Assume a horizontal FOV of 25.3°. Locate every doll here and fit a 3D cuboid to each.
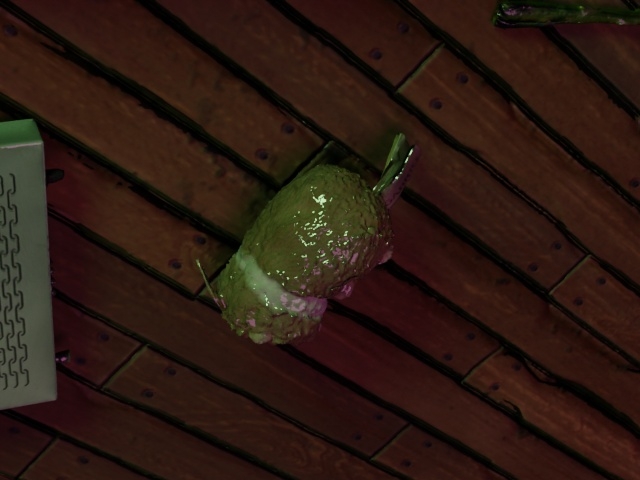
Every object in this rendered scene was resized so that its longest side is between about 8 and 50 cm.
[{"bbox_3d":[0.003,0.001,1.191,0.221,0.105,0.115,-40,126,13],"label":"doll"}]

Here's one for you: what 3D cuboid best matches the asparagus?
[{"bbox_3d":[0.252,-0.191,1.207,0.232,0.023,0.022,-4,173,-22],"label":"asparagus"}]

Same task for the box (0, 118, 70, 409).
[{"bbox_3d":[-0.302,0.032,1.120,0.210,0.045,0.270,-10,130,-17],"label":"box"}]
